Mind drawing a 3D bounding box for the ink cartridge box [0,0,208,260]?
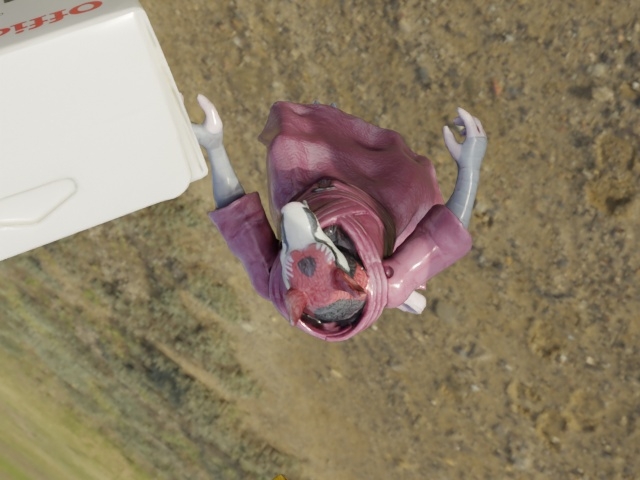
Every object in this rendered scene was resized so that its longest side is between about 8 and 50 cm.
[{"bbox_3d":[-0.156,-0.079,0.408,0.203,0.148,0.086,-127,17,-54],"label":"ink cartridge box"}]

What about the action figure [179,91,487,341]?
[{"bbox_3d":[0.000,0.000,0.726,0.248,0.370,0.275,10,114,4],"label":"action figure"}]

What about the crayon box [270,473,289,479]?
[{"bbox_3d":[-0.075,0.349,0.725,0.081,0.318,0.202,31,144,44],"label":"crayon box"}]
